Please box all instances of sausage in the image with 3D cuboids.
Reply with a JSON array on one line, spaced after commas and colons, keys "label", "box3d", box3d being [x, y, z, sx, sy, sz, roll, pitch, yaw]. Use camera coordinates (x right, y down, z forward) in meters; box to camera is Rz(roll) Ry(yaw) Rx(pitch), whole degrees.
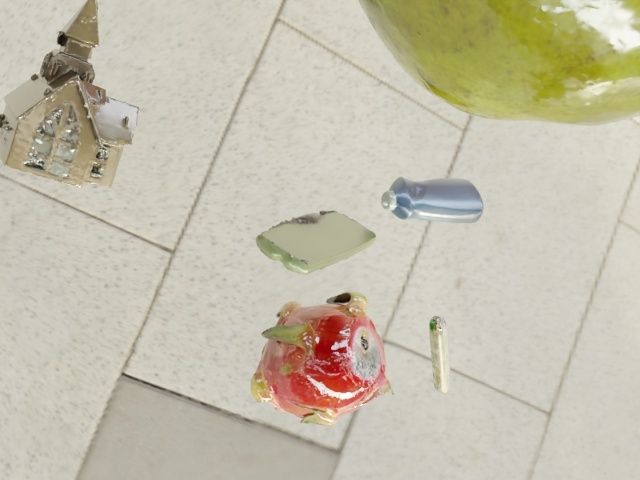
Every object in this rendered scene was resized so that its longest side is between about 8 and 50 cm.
[{"label": "sausage", "box3d": [0.210, 0.204, 1.602, 0.033, 0.033, 0.269, -41, 149, -19]}]

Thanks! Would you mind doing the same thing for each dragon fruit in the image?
[{"label": "dragon fruit", "box3d": [-0.002, 0.204, 1.548, 0.224, 0.227, 0.224, 14, 73, -55]}]

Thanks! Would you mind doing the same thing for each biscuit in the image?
[{"label": "biscuit", "box3d": [0.000, 0.000, 1.391, 0.099, 0.322, 0.038, 33, 107, 13]}]

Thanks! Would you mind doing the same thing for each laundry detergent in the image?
[{"label": "laundry detergent", "box3d": [0.194, -0.072, 1.663, 0.206, 0.061, 0.097, -1, 50, -29]}]

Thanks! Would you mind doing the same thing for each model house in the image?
[{"label": "model house", "box3d": [-0.332, -0.213, 1.269, 0.176, 0.181, 0.248, 16, 101, -27]}]

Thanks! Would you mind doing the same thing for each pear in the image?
[{"label": "pear", "box3d": [0.184, -0.268, 0.723, 0.352, 0.413, 0.352, -37, 145, -32]}]
